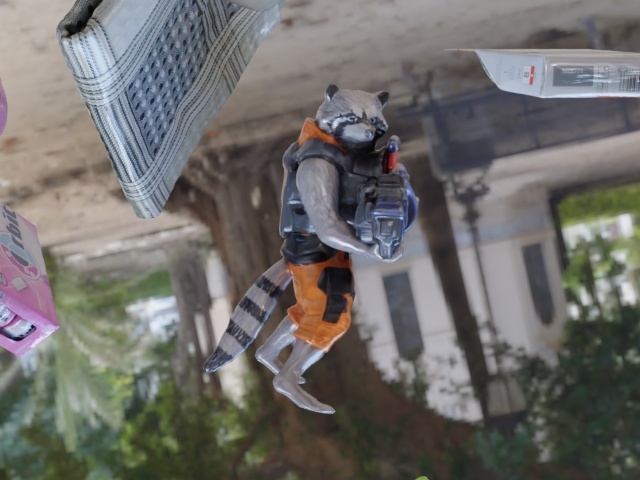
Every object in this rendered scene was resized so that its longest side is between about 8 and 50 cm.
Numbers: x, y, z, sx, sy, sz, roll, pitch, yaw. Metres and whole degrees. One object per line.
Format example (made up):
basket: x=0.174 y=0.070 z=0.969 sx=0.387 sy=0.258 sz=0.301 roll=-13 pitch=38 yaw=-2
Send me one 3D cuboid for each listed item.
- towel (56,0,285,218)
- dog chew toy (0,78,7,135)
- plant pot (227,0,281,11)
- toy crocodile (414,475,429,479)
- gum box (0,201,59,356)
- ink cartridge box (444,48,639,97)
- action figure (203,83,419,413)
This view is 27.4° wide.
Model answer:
towel: x=-0.116 y=-0.214 z=1.250 sx=0.056 sy=0.324 sz=0.312 roll=21 pitch=155 yaw=17
dog chew toy: x=-0.444 y=-0.088 z=1.324 sx=0.206 sy=0.207 sz=0.332 roll=-13 pitch=-154 yaw=43
plant pot: x=-0.126 y=-0.348 z=0.889 sx=0.280 sy=0.323 sz=0.323 roll=14 pitch=171 yaw=-16
toy crocodile: x=0.102 y=0.425 z=1.558 sx=0.105 sy=0.341 sz=0.115 roll=-7 pitch=-148 yaw=-29
gum box: x=-0.363 y=0.034 z=1.469 sx=0.062 sy=0.188 sz=0.107 roll=-37 pitch=135 yaw=11
ink cartridge box: x=0.223 y=-0.163 z=1.272 sx=0.145 sy=0.045 sz=0.179 roll=-3 pitch=-171 yaw=-25
action figure: x=0.000 y=0.000 z=1.335 sx=0.178 sy=0.330 sz=0.341 roll=14 pitch=-179 yaw=3
